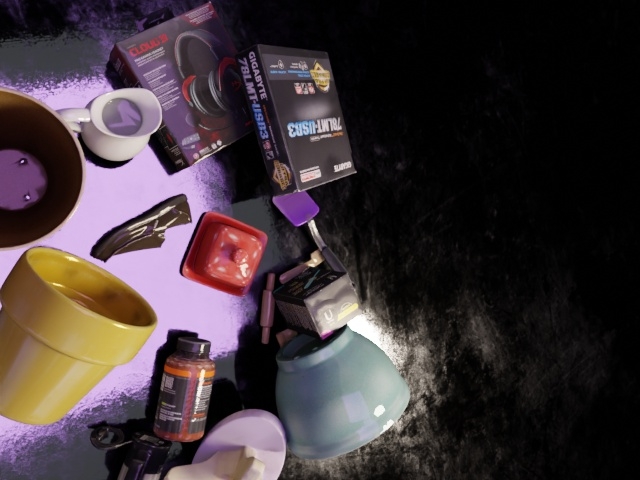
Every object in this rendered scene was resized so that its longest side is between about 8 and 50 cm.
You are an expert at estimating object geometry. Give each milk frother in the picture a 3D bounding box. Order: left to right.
[{"bbox_3d":[-0.393,0.452,1.036,0.143,0.129,0.134,15,81,16],"label":"milk frother"}]

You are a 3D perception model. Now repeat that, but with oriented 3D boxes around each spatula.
[{"bbox_3d":[0.000,0.000,1.234,0.084,0.030,0.296,-37,98,-25],"label":"spatula"}]

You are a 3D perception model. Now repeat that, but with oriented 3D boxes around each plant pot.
[{"bbox_3d":[-0.520,-0.106,0.858,0.237,0.254,0.237,-1,92,-26],"label":"plant pot"},{"bbox_3d":[-0.461,0.177,0.915,0.254,0.254,0.239,35,90,-24],"label":"plant pot"},{"bbox_3d":[0.020,0.298,1.135,0.293,0.293,0.196,-30,99,-24],"label":"plant pot"}]

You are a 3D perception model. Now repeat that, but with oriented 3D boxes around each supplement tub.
[{"bbox_3d":[-0.276,0.303,1.077,0.106,0.106,0.197,12,85,-27],"label":"supplement tub"}]

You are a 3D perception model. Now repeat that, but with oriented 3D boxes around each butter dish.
[{"bbox_3d":[-0.188,0.032,1.113,0.160,0.118,0.159,24,80,-26],"label":"butter dish"}]

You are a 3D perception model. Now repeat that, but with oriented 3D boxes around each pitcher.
[{"bbox_3d":[-0.397,-0.212,0.950,0.178,0.207,0.125,-7,94,-27],"label":"pitcher"}]

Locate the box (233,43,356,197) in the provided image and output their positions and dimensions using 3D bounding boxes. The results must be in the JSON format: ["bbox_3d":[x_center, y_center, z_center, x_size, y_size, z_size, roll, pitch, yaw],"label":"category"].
[{"bbox_3d":[-0.039,-0.263,1.135,0.295,0.073,0.293,-27,103,-58],"label":"box"}]

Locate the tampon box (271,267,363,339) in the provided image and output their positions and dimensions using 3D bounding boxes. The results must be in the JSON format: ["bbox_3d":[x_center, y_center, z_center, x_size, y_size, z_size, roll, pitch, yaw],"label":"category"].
[{"bbox_3d":[-0.009,0.136,1.151,0.120,0.161,0.101,-30,106,-26],"label":"tampon box"}]

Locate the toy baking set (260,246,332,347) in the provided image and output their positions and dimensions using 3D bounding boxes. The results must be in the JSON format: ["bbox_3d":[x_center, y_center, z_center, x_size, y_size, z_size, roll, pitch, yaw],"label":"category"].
[{"bbox_3d":[-0.051,0.143,1.239,0.197,0.030,0.256,1,91,-30],"label":"toy baking set"}]

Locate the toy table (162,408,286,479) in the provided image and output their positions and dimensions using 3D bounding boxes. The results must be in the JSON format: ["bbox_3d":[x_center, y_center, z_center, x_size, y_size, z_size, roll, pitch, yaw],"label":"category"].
[{"bbox_3d":[-0.177,0.487,1.035,0.252,0.161,0.274,21,107,-2],"label":"toy table"}]

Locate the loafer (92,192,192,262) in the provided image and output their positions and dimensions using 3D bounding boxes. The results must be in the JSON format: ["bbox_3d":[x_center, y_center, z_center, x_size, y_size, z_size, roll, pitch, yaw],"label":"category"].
[{"bbox_3d":[-0.349,-0.014,1.049,0.220,0.080,0.078,-35,106,-23],"label":"loafer"}]

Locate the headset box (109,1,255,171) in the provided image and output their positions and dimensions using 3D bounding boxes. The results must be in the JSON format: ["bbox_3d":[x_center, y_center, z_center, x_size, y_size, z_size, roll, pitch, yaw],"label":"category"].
[{"bbox_3d":[-0.268,-0.324,1.069,0.218,0.110,0.293,-35,107,-23],"label":"headset box"}]
